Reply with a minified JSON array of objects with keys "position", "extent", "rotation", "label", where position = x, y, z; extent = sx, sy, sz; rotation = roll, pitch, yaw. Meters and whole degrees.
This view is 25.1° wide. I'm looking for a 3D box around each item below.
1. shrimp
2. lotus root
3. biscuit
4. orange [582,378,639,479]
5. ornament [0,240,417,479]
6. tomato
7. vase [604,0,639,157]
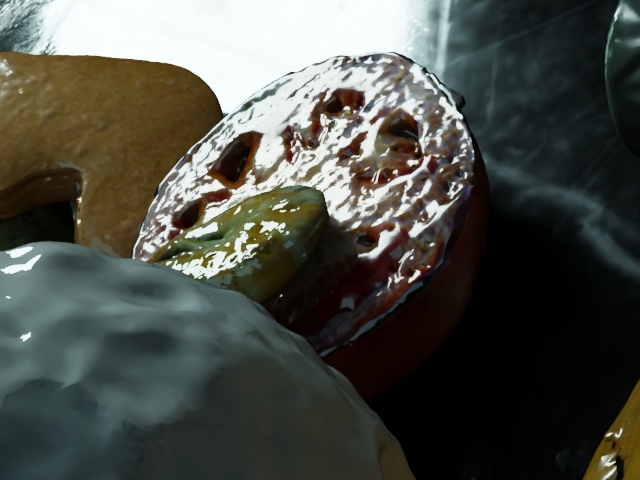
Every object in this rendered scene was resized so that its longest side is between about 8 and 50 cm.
[{"position":[-0.075,0.022,0.759],"extent":[0.190,0.042,0.101],"rotation":[-23,26,23],"label":"shrimp"},{"position":[-0.202,0.016,0.935],"extent":[0.089,0.081,0.179],"rotation":[-9,54,-7],"label":"lotus root"},{"position":[-0.155,-0.047,0.913],"extent":[0.192,0.036,0.186],"rotation":[4,53,2],"label":"biscuit"},{"position":[0.231,0.139,0.408],"extent":[0.340,0.293,0.341],"rotation":[-6,79,31],"label":"orange"},{"position":[-0.102,0.163,0.600],"extent":[0.337,0.337,0.337],"rotation":[-18,53,25],"label":"ornament"},{"position":[0.003,0.002,0.800],"extent":[0.225,0.085,0.225],"rotation":[-21,49,26],"label":"tomato"},{"position":[0.283,-0.086,0.632],"extent":[0.300,0.156,0.251],"rotation":[6,52,44],"label":"vase"}]
